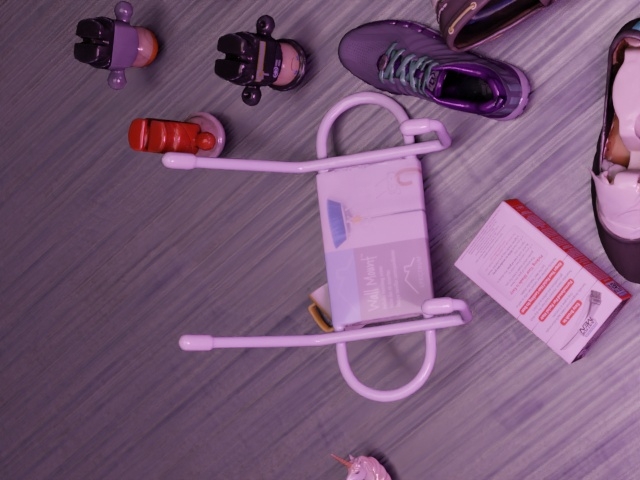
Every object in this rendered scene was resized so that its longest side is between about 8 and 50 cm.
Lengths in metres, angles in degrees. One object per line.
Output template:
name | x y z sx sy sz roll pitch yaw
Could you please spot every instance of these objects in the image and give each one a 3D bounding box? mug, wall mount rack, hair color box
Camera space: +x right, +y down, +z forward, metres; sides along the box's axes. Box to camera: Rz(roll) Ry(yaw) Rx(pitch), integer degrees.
mug | 0.028 0.071 2.119 0.062 0.078 0.064 -36 89 -16
wall mount rack | 0.000 0.000 2.026 0.304 0.130 0.350 -9 75 12
hair color box | 0.239 0.043 2.023 0.167 0.053 0.093 42 109 16

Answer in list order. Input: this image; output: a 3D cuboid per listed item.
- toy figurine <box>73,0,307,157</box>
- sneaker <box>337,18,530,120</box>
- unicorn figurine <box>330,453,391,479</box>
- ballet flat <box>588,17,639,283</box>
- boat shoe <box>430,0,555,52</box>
toy figurine | -0.146 -0.209 2.119 0.213 0.148 0.209 -43 73 22
sneaker | 0.112 -0.188 2.030 0.223 0.098 0.083 17 101 20
unicorn figurine | 0.076 0.307 2.118 0.162 0.060 0.111 17 101 4
ballet flat | 0.320 -0.091 1.953 0.095 0.096 0.280 1 95 24
boat shoe | 0.224 -0.272 1.976 0.227 0.081 0.069 -28 57 25
